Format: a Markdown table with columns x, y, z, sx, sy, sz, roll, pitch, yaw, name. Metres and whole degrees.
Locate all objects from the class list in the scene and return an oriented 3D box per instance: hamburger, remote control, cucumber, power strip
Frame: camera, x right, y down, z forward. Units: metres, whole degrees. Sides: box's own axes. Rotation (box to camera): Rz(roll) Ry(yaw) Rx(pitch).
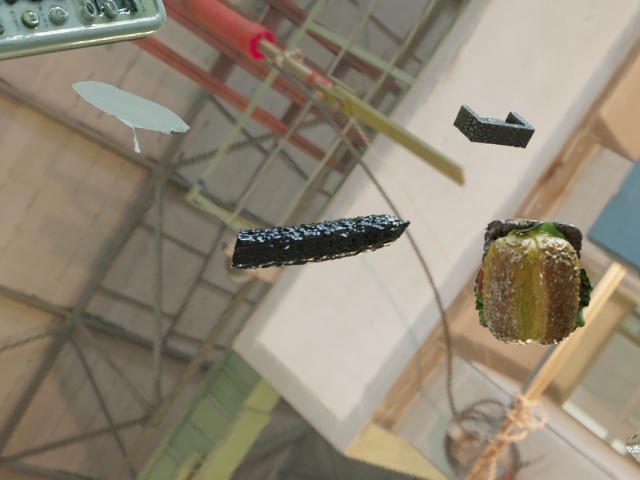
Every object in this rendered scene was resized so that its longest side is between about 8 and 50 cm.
| x | y | z | sx | sy | sz | roll | pitch | yaw | name |
| --- | --- | --- | --- | --- | --- | --- | --- | --- | --- |
| 0.248 | 0.052 | 1.289 | 0.137 | 0.087 | 0.166 | 2 | -56 | 6 | hamburger |
| -0.322 | -0.260 | 1.200 | 0.335 | 0.065 | 0.128 | -20 | -93 | -43 | remote control |
| 0.000 | 0.002 | 1.816 | 0.300 | 0.072 | 0.072 | -6 | -49 | 1 | cucumber |
| 0.413 | 0.242 | 1.346 | 0.064 | 0.044 | 0.305 | -37 | -16 | 2 | power strip |

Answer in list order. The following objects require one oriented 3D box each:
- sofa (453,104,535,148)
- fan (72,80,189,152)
| x | y | z | sx | sy | sz | roll | pitch | yaw | name |
| --- | --- | --- | --- | --- | --- | --- | --- | --- | --- |
| 0.267 | -0.175 | 1.703 | 0.118 | 0.060 | 0.039 | 3 | -58 | -36 | sofa |
| -0.265 | -0.167 | 1.556 | 0.182 | 0.310 | 0.010 | 19 | -73 | -17 | fan |
